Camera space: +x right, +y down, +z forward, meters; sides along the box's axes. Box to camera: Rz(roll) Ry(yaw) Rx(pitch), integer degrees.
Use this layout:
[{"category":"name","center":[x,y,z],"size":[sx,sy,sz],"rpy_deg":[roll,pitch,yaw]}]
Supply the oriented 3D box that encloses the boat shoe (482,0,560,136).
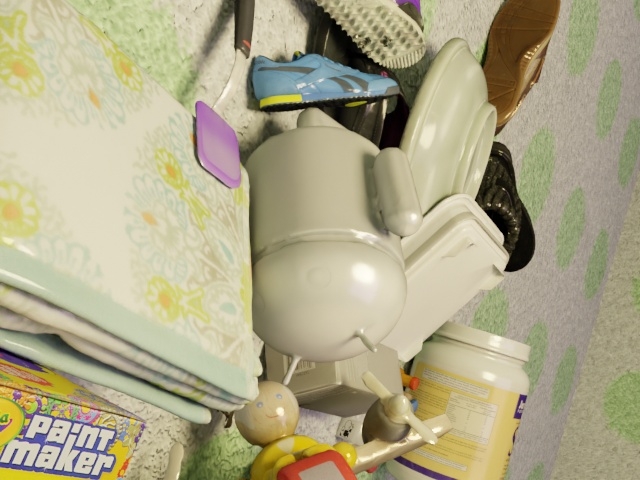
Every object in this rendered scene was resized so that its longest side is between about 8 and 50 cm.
[{"category":"boat shoe","center":[0.413,-0.375,1.513],"size":[0.342,0.123,0.123],"rpy_deg":[-68,159,-12]}]

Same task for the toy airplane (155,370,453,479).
[{"category":"toy airplane","center":[-0.043,0.320,0.954],"size":[0.386,0.384,0.273],"rpy_deg":[-7,77,-63]}]

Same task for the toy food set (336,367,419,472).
[{"category":"toy food set","center":[0.111,0.352,1.337],"size":[0.111,0.104,0.232],"rpy_deg":[41,68,-53]}]

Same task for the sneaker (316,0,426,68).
[{"category":"sneaker","center":[0.046,-0.375,0.958],"size":[0.293,0.102,0.146],"rpy_deg":[43,45,-41]}]

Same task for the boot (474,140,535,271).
[{"category":"boot","center":[0.367,-0.006,1.481],"size":[0.260,0.131,0.348],"rpy_deg":[-77,147,-51]}]

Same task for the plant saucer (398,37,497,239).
[{"category":"plant saucer","center":[0.226,-0.141,1.239],"size":[0.400,0.100,0.401],"rpy_deg":[18,90,-72]}]

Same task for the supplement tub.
[{"category":"supplement tub","center":[0.287,0.347,1.466],"size":[0.241,0.241,0.331],"rpy_deg":[23,83,-55]}]

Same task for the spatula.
[{"category":"spatula","center":[-0.101,-0.197,0.832],"size":[0.084,0.030,0.297],"rpy_deg":[40,50,-52]}]

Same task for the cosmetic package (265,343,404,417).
[{"category":"cosmetic package","center":[0.028,0.211,1.131],"size":[0.238,0.127,0.107],"rpy_deg":[33,44,-51]}]

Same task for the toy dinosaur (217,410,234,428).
[{"category":"toy dinosaur","center":[-0.135,0.198,0.997],"size":[0.183,0.053,0.093],"rpy_deg":[79,26,-44]}]

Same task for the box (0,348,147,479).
[{"category":"box","center":[-0.327,0.192,0.495],"size":[0.177,0.289,0.279],"rpy_deg":[37,72,-53]}]

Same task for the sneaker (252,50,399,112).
[{"category":"sneaker","center":[0.011,-0.221,0.963],"size":[0.209,0.069,0.082],"rpy_deg":[-6,88,-20]}]

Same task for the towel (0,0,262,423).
[{"category":"towel","center":[-0.188,-0.027,0.664],"size":[0.374,0.090,0.321],"rpy_deg":[43,31,-48]}]

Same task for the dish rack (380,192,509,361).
[{"category":"dish rack","center":[0.182,0.090,1.236],"size":[0.333,0.072,0.285],"rpy_deg":[-43,146,9]}]

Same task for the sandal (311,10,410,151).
[{"category":"sandal","center":[0.087,-0.154,1.121],"size":[0.167,0.107,0.446],"rpy_deg":[-40,131,-42]}]

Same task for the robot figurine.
[{"category":"robot figurine","center":[0.000,0.000,0.890],"size":[0.199,0.300,0.354],"rpy_deg":[26,45,-34]}]
